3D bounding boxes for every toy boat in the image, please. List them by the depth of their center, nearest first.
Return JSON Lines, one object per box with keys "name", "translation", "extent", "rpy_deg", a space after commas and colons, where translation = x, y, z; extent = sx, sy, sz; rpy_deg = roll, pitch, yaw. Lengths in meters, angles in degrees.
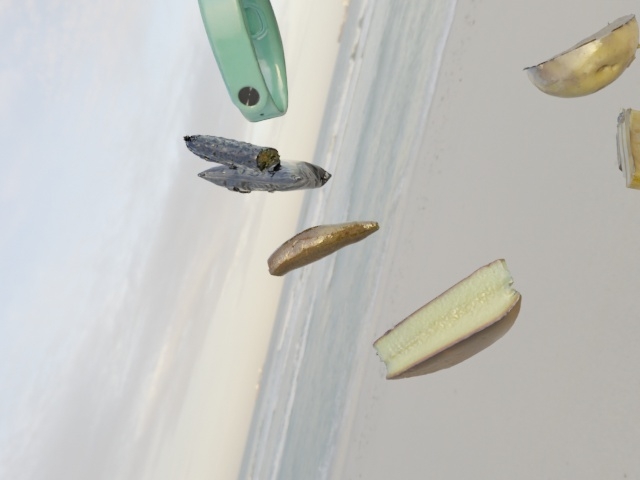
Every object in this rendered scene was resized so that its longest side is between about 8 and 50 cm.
{"name": "toy boat", "translation": [0.982, -0.291, 1.668], "extent": [0.115, 0.089, 0.310], "rpy_deg": [89, -171, -68]}

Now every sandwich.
{"name": "sandwich", "translation": [0.211, 0.137, 0.852], "extent": [0.258, 0.096, 0.094], "rpy_deg": [-37, 53, 23]}

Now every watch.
{"name": "watch", "translation": [-0.105, -0.282, 0.730], "extent": [0.195, 0.068, 0.237], "rpy_deg": [-87, -16, -47]}

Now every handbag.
{"name": "handbag", "translation": [-0.127, -0.152, 1.238], "extent": [0.211, 0.254, 0.088], "rpy_deg": [-25, -61, -67]}

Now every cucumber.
{"name": "cucumber", "translation": [-0.162, -0.159, 0.951], "extent": [0.053, 0.182, 0.053], "rpy_deg": [16, -90, -76]}

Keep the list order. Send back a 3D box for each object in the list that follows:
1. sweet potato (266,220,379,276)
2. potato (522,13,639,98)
{"name": "sweet potato", "translation": [0.000, 0.000, 1.093], "extent": [0.077, 0.244, 0.077], "rpy_deg": [64, -177, -6]}
{"name": "potato", "translation": [0.507, -0.329, 0.960], "extent": [0.098, 0.243, 0.138], "rpy_deg": [61, 169, -10]}
